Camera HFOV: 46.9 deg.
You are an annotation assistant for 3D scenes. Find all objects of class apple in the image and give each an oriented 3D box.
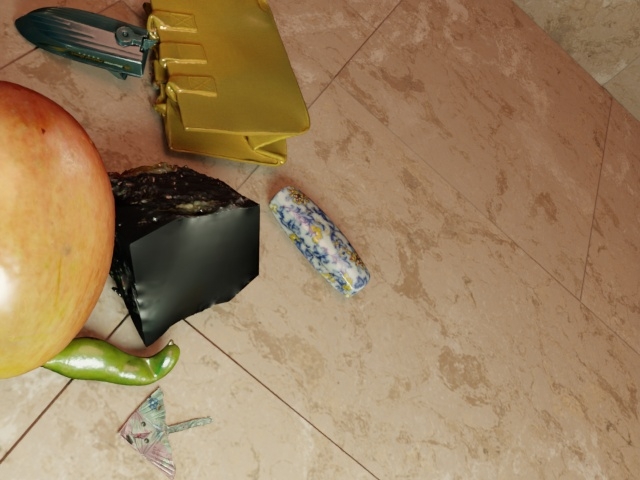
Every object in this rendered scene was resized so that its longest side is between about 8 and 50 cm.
[{"bbox_3d":[-0.420,0.006,0.845,0.363,0.364,0.364,22,47,-26],"label":"apple"}]

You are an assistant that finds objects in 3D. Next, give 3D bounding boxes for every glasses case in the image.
[{"bbox_3d":[0.000,0.000,1.423,0.248,0.065,0.087,48,39,3],"label":"glasses case"}]

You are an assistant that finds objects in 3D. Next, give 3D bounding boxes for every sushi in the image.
[{"bbox_3d":[-0.237,-0.015,1.123,0.212,0.215,0.227,36,51,27],"label":"sushi"}]

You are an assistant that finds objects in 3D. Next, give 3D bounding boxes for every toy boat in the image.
[{"bbox_3d":[-0.429,-0.365,1.344,0.246,0.103,0.093,12,64,-16],"label":"toy boat"}]

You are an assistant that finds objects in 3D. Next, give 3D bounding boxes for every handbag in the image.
[{"bbox_3d":[-0.206,-0.338,1.476,0.283,0.133,0.401,3,57,-33],"label":"handbag"}]

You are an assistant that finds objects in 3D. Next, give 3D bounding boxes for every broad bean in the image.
[{"bbox_3d":[-0.303,0.171,1.041,0.213,0.048,0.071,4,98,-30],"label":"broad bean"}]

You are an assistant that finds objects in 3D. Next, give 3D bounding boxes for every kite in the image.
[{"bbox_3d":[-0.220,0.278,1.066,0.152,0.005,0.137,7,57,-36],"label":"kite"}]
